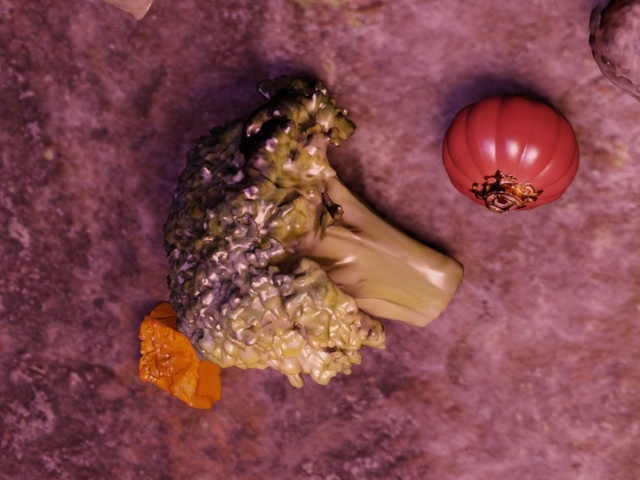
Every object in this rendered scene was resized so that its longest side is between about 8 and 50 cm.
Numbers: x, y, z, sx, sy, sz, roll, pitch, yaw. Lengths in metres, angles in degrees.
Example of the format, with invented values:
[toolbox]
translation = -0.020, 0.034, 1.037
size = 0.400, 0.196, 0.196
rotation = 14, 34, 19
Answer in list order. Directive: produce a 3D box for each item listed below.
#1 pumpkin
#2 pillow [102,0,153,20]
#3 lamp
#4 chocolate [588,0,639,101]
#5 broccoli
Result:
[pumpkin]
translation = -0.121, 0.102, 1.511
size = 0.083, 0.054, 0.074
rotation = 24, 117, 35
[pillow]
translation = -0.189, -0.271, 1.366
size = 0.181, 0.078, 0.134
rotation = 30, 122, 4
[lamp]
translation = 0.149, -0.068, 1.309
size = 0.107, 0.092, 0.107
rotation = 10, 150, 6
[chocolate]
translation = 0.312, -0.114, 1.221
size = 0.248, 0.110, 0.110
rotation = 33, 120, 9
[broccoli]
translation = 0.000, 0.000, 1.351
size = 0.243, 0.263, 0.247
rotation = 19, 88, -19
